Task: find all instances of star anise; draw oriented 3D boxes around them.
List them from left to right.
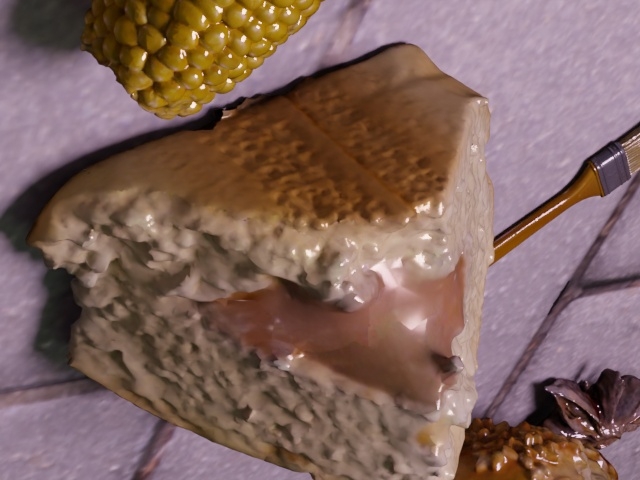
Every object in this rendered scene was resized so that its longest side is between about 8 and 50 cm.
[{"bbox_3d":[0.235,0.139,1.270,0.129,0.056,0.124,-11,144,-12],"label":"star anise"}]

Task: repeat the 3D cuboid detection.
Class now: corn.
[{"bbox_3d":[0.003,-0.159,0.637,0.260,0.091,0.091,-45,-172,12],"label":"corn"}]

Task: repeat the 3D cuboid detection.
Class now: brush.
[{"bbox_3d":[0.166,-0.027,1.036,0.170,0.014,0.043,-35,146,-2],"label":"brush"}]

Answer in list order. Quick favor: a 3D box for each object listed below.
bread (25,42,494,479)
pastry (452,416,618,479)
[{"bbox_3d":[-0.009,-0.006,0.835,0.183,0.224,0.211,90,17,-45],"label":"bread"},{"bbox_3d":[0.199,0.253,1.149,0.255,0.311,0.162,15,119,-41],"label":"pastry"}]
